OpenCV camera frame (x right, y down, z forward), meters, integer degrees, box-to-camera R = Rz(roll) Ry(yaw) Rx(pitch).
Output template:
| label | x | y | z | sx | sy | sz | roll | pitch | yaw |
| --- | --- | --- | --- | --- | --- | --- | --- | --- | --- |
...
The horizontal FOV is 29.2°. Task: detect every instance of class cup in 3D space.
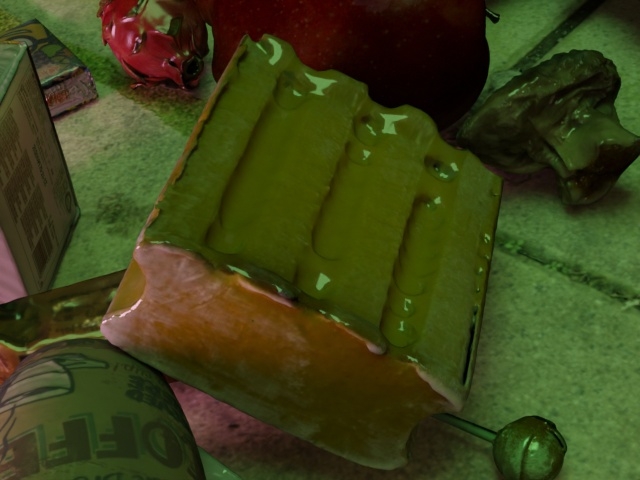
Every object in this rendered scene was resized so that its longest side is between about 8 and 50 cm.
| label | x | y | z | sx | sy | sz | roll | pitch | yaw |
| --- | --- | --- | --- | --- | --- | --- | --- | --- | --- |
| cup | -0.149 | 0.213 | 0.963 | 0.301 | 0.227 | 0.257 | 16 | 37 | -15 |

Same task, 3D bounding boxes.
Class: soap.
| label | x | y | z | sx | sy | sz | roll | pitch | yaw |
| --- | --- | --- | --- | --- | --- | --- | --- | --- | --- |
| soap | 0.000 | 0.000 | 1.087 | 0.293 | 0.156 | 0.335 | 27 | 38 | -9 |

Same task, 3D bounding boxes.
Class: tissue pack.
| label | x | y | z | sx | sy | sz | roll | pitch | yaw |
| --- | --- | --- | --- | --- | --- | --- | --- | --- | --- |
| tissue pack | -0.359 | -0.207 | 1.533 | 0.108 | 0.060 | 0.148 | -31 | 48 | -20 |
| tissue pack | -0.344 | -0.058 | 1.252 | 0.124 | 0.225 | 0.185 | -1 | 44 | 9 |

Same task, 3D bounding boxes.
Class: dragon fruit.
| label | x | y | z | sx | sy | sz | roll | pitch | yaw |
| --- | --- | --- | --- | --- | --- | --- | --- | --- | --- |
| dragon fruit | -0.195 | -0.255 | 1.503 | 0.133 | 0.136 | 0.166 | -34 | 59 | -21 |

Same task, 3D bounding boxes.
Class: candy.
| label | x | y | z | sx | sy | sz | roll | pitch | yaw |
| --- | --- | --- | --- | --- | --- | --- | --- | --- | --- |
| candy | -0.227 | 0.090 | 1.133 | 0.271 | 0.143 | 0.101 | -13 | 39 | -3 |
| candy | 0.122 | 0.158 | 1.071 | 0.202 | 0.061 | 0.061 | 19 | 50 | 38 |

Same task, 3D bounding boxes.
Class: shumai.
| label | x | y | z | sx | sy | sz | roll | pitch | yaw |
| --- | --- | --- | --- | --- | --- | --- | --- | --- | --- |
| shumai | 0.248 | -0.109 | 1.272 | 0.153 | 0.161 | 0.209 | 51 | 33 | 14 |

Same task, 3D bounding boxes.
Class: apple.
| label | x | y | z | sx | sy | sz | roll | pitch | yaw |
| --- | --- | --- | --- | --- | --- | --- | --- | --- | --- |
| apple | 0.032 | -0.241 | 1.344 | 0.316 | 0.288 | 0.288 | -14 | 42 | 8 |
